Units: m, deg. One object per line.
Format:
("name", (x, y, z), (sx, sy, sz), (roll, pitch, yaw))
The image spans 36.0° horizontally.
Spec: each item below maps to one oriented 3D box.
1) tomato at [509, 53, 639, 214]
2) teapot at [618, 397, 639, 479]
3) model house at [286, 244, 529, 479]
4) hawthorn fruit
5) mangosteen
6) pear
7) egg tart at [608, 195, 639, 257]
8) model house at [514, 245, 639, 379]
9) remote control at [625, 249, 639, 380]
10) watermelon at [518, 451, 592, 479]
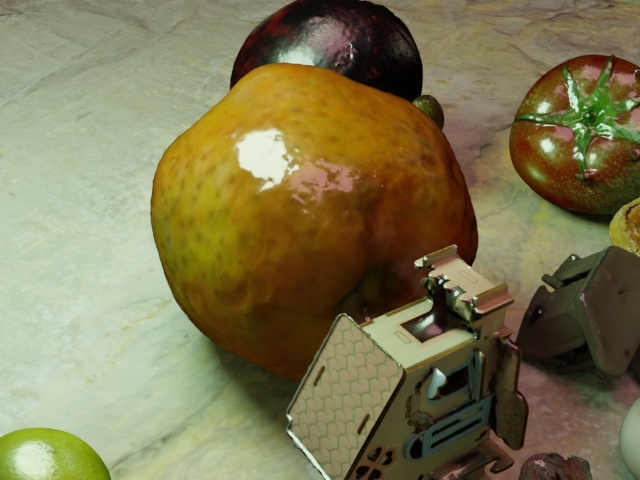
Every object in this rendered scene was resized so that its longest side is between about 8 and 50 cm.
("tomato", (0.519, -0.192, 1.858), (0.303, 0.303, 0.239), (20, -8, 23))
("teapot", (0.483, 0.269, 1.250), (0.208, 0.166, 0.299), (4, 37, 33))
("model house", (0.093, 0.200, 1.130), (0.244, 0.326, 0.169), (-18, 40, -24))
("hawthorn fruit", (0.000, 0.000, 1.361), (0.472, 0.471, 0.472), (4, 31, -2))
("mangosteen", (0.044, -0.270, 1.852), (0.421, 0.381, 0.381), (23, 34, 4))
("pear", (-0.289, 0.297, 1.083), (0.216, 0.166, 0.180), (13, 11, -31))
("egg tart", (0.636, 0.024, 1.681), (0.290, 0.115, 0.290), (1, 35, -1))
("model house", (0.387, 0.109, 1.476), (0.188, 0.122, 0.229), (-19, 25, 48))
("remote control", (0.489, 0.124, 1.502), (0.055, 0.109, 0.313), (42, 16, -31))
("watermelon", (0.272, 0.306, 1.172), (0.071, 0.139, 0.187), (-20, 22, 27))
